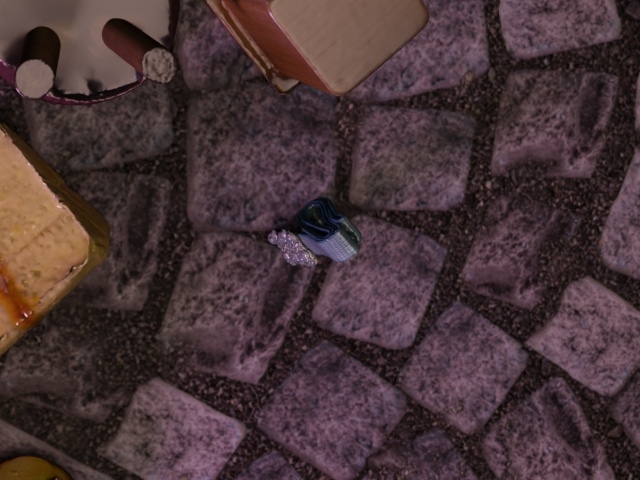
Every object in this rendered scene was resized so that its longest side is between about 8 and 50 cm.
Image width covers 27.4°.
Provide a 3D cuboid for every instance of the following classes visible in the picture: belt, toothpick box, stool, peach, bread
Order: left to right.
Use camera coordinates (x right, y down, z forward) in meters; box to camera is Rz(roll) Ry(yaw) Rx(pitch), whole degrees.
[{"bbox_3d":[-0.430,0.009,1.639,0.263,0.198,0.236,-42,105,0],"label":"bread"},{"bbox_3d":[-0.390,0.369,1.781,0.151,0.118,0.151,2,71,-6],"label":"peach"},{"bbox_3d":[-0.291,-0.290,1.598,0.272,0.178,0.272,-4,105,-17],"label":"stool"},{"bbox_3d":[-0.003,-0.288,1.616,0.187,0.308,0.190,-40,109,-3],"label":"toothpick box"},{"bbox_3d":[-0.003,-0.004,1.759,0.100,0.179,0.065,-40,106,-5],"label":"belt"}]
